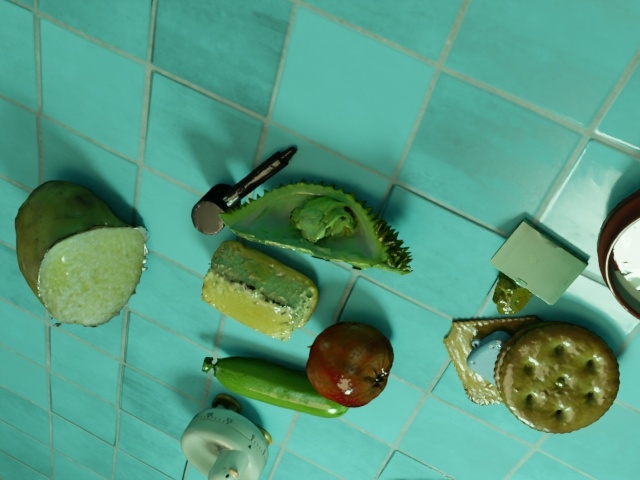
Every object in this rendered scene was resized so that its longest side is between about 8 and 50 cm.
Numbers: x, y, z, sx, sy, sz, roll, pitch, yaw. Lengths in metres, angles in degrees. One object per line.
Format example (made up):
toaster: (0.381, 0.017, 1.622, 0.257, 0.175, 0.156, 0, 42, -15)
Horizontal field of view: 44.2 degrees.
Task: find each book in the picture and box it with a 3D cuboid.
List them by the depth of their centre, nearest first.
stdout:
book: (0.371, 0.039, 1.350, 0.135, 0.017, 0.103, 34, 114, -1)

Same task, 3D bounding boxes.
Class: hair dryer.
hair dryer: (-0.137, -0.112, 1.499, 0.248, 0.114, 0.070, -37, 100, 24)

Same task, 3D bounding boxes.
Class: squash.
squash: (-0.106, 0.340, 1.857, 0.379, 0.101, 0.101, 12, 133, 15)

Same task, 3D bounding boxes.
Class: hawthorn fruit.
hawthorn fruit: (0.049, 0.250, 1.648, 0.200, 0.179, 0.179, 25, 140, 39)

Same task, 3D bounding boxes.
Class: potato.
potato: (-0.562, 0.014, 1.752, 0.237, 0.301, 0.288, 31, 106, 31)

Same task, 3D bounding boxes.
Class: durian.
durian: (0.008, -0.004, 1.436, 0.356, 0.169, 0.157, 15, 132, 19)

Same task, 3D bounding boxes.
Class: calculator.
calculator: (0.380, 0.252, 1.522, 0.210, 0.039, 0.121, 34, 133, -2)

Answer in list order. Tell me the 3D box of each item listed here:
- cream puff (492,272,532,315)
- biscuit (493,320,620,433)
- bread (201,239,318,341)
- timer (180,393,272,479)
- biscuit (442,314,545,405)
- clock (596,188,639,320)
cream puff: (0.343, 0.091, 1.413, 0.083, 0.083, 0.058, 55, 176, -36)
biscuit: (0.431, 0.248, 1.439, 0.220, 0.066, 0.220, 2, 105, 6)
bread: (-0.130, 0.109, 1.649, 0.245, 0.121, 0.174, 24, 144, 4)
timer: (-0.254, 0.552, 2.025, 0.233, 0.240, 0.233, 16, 134, 17)
biscuit: (0.367, 0.243, 1.560, 0.232, 0.013, 0.237, -8, 122, 34)
clock: (0.586, 0.027, 1.197, 0.318, 0.080, 0.318, 14, 136, 14)
